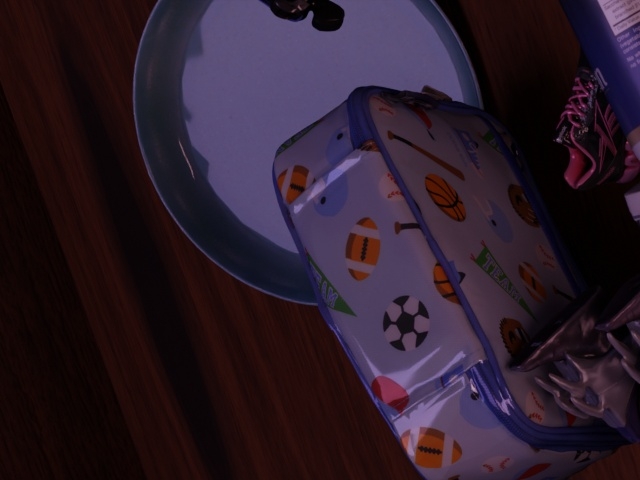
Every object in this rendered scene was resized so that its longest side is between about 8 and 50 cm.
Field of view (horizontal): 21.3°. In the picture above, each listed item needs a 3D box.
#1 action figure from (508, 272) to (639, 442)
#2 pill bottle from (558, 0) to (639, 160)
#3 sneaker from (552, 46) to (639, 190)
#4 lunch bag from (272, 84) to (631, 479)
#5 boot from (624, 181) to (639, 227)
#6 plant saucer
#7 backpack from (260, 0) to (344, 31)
[{"bbox_3d":[0.254,0.148,1.059,0.285,0.099,0.185,50,151,-7],"label":"action figure"},{"bbox_3d":[0.191,-0.138,0.987,0.169,0.094,0.094,66,161,8],"label":"pill bottle"},{"bbox_3d":[0.180,-0.084,1.133,0.047,0.057,0.119,42,147,56],"label":"sneaker"},{"bbox_3d":[0.105,0.028,1.210,0.115,0.243,0.303,-36,65,30],"label":"lunch bag"},{"bbox_3d":[0.253,-0.012,1.020,0.086,0.069,0.190,60,168,-2],"label":"boot"},{"bbox_3d":[-0.007,-0.101,1.402,0.317,0.043,0.318,9,113,23],"label":"plant saucer"},{"bbox_3d":[-0.031,-0.321,1.217,0.276,0.213,0.263,34,148,44],"label":"backpack"}]
